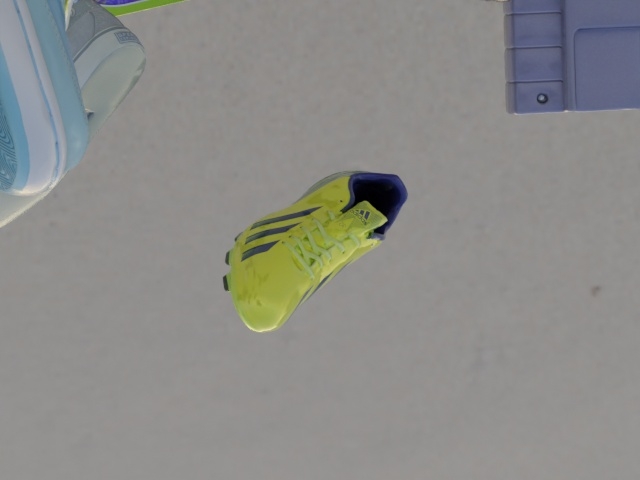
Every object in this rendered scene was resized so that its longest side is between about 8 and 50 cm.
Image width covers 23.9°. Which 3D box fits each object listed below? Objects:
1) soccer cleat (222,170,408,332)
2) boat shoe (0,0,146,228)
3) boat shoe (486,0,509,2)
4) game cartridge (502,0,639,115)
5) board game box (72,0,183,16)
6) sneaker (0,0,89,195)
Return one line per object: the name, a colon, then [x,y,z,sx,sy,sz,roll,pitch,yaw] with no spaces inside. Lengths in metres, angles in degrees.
soccer cleat: [0.000,-0.001,1.510,0.121,0.093,0.289,-17,-165,31]
boat shoe: [-0.235,-0.097,1.210,0.227,0.081,0.079,-46,155,14]
boat shoe: [0.138,-0.259,0.869,0.258,0.089,0.109,-64,166,21]
game cartridge: [0.377,-0.259,1.661,0.355,0.230,0.068,-3,-170,-6]
board game box: [-0.208,-0.405,1.508,0.233,0.078,0.347,-11,111,15]
sneaker: [-0.141,-0.186,0.848,0.208,0.319,0.127,-13,165,-32]
